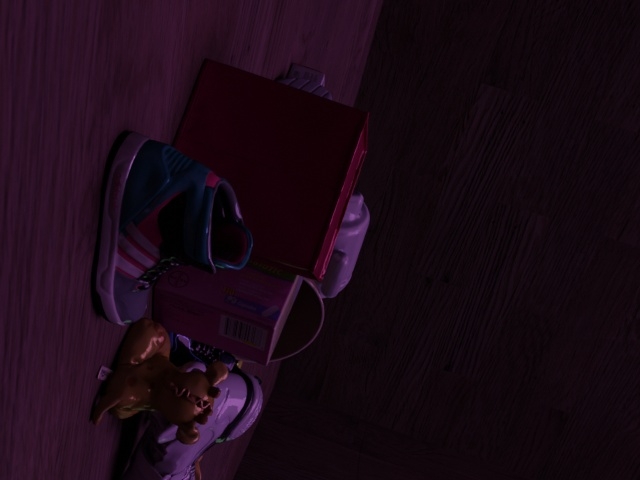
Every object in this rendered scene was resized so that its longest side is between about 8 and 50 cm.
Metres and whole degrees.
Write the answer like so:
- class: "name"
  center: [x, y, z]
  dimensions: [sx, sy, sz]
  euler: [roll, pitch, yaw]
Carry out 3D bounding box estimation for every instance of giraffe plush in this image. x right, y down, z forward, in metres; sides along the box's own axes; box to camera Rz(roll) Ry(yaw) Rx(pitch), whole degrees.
- class: "giraffe plush"
  center: [-0.240, 0.231, 1.311]
  dimensions: [0.210, 0.170, 0.181]
  euler: [-18, 127, -84]

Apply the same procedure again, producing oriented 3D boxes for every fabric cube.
- class: "fabric cube"
  center: [-0.083, -0.098, 1.314]
  dimensions: [0.254, 0.258, 0.259]
  euler: [68, 41, -82]

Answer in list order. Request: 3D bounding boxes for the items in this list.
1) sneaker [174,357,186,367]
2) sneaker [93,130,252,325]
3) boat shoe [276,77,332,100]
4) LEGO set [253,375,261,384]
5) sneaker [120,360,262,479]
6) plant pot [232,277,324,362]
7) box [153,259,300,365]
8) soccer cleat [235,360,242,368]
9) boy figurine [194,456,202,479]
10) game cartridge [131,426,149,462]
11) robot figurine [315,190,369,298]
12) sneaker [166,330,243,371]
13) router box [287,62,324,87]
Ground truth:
- class: "sneaker"
  center: [-0.276, 0.269, 1.697]
  dimensions: [0.125, 0.104, 0.262]
  euler: [77, 23, -43]
- class: "sneaker"
  center: [-0.182, 0.014, 1.067]
  dimensions: [0.124, 0.178, 0.295]
  euler: [-66, 173, -51]
- class: "boat shoe"
  center: [-0.084, -0.247, 1.755]
  dimensions: [0.335, 0.121, 0.119]
  euler: [-47, 165, -53]
- class: "LEGO set"
  center: [-0.223, 0.370, 1.698]
  dimensions: [0.244, 0.060, 0.182]
  euler: [-46, 178, 6]
- class: "sneaker"
  center: [-0.286, 0.357, 1.494]
  dimensions: [0.366, 0.137, 0.210]
  euler: [-46, 143, 4]
- class: "plant pot"
  center: [-0.130, 0.072, 1.758]
  dimensions: [0.274, 0.256, 0.256]
  euler: [-98, -160, -55]
- class: "box"
  center: [-0.147, 0.064, 1.468]
  dimensions: [0.117, 0.213, 0.243]
  euler: [105, 6, -47]
- class: "soccer cleat"
  center: [-0.242, 0.315, 2.128]
  dimensions: [0.289, 0.093, 0.121]
  euler: [-65, 170, -62]
- class: "boy figurine"
  center: [-0.307, 0.496, 2.126]
  dimensions: [0.285, 0.092, 0.177]
  euler: [-72, 179, -46]
- class: "game cartridge"
  center: [-0.353, 0.488, 1.781]
  dimensions: [0.196, 0.060, 0.294]
  euler: [-72, 178, -52]
- class: "robot figurine"
  center: [0.000, 0.000, 2.048]
  dimensions: [0.300, 0.200, 0.353]
  euler: [-108, -153, -48]
- class: "sneaker"
  center: [-0.219, 0.210, 1.577]
  dimensions: [0.232, 0.090, 0.081]
  euler: [59, 41, -53]
- class: "router box"
  center: [-0.083, -0.205, 2.002]
  dimensions: [0.301, 0.082, 0.335]
  euler: [94, 16, -74]
